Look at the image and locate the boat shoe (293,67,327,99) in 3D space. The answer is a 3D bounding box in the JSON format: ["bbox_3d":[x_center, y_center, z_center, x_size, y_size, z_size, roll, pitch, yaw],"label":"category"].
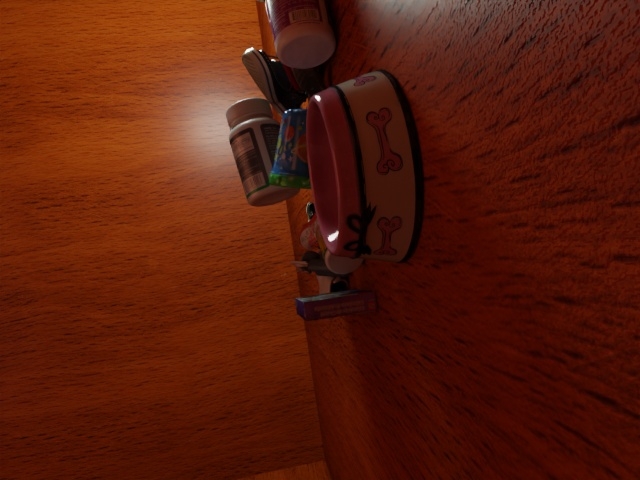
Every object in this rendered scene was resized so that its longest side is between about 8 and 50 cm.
[{"bbox_3d":[-0.026,-0.486,1.433,0.178,0.064,0.060,53,-149,-30],"label":"boat shoe"}]

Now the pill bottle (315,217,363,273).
[{"bbox_3d":[0.049,-0.006,1.397,0.208,0.117,0.118,-110,14,-52],"label":"pill bottle"}]

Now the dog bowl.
[{"bbox_3d":[0.071,-0.143,1.000,0.408,0.150,0.408,172,90,-81],"label":"dog bowl"}]

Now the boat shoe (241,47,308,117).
[{"bbox_3d":[-0.149,-0.577,1.689,0.187,0.156,0.500,58,-173,5],"label":"boat shoe"}]

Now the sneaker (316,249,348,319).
[{"bbox_3d":[0.055,0.133,1.685,0.123,0.106,0.290,-40,42,40],"label":"sneaker"}]

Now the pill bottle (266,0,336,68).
[{"bbox_3d":[-0.063,-0.654,1.310,0.169,0.169,0.302,114,147,-75],"label":"pill bottle"}]

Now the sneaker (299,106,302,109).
[{"bbox_3d":[-0.123,-0.613,2.123,0.086,0.085,0.237,15,-119,-70],"label":"sneaker"}]

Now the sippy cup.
[{"bbox_3d":[-0.034,-0.273,1.406,0.305,0.240,0.224,12,103,40],"label":"sippy cup"}]

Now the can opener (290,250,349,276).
[{"bbox_3d":[-0.004,0.079,1.639,0.280,0.074,0.093,4,68,54],"label":"can opener"}]

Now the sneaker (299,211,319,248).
[{"bbox_3d":[-0.001,0.000,1.678,0.270,0.090,0.145,124,138,-51],"label":"sneaker"}]

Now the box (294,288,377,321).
[{"bbox_3d":[0.036,0.188,1.399,0.293,0.201,0.057,147,115,-81],"label":"box"}]

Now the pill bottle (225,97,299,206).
[{"bbox_3d":[-0.219,-0.324,1.737,0.204,0.204,0.361,127,126,-78],"label":"pill bottle"}]

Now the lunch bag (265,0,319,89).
[{"bbox_3d":[-0.078,-0.654,1.531,0.258,0.120,0.293,42,-144,-74],"label":"lunch bag"}]

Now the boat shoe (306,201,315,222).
[{"bbox_3d":[-0.035,-0.110,2.128,0.042,0.049,0.133,-15,76,54],"label":"boat shoe"}]
